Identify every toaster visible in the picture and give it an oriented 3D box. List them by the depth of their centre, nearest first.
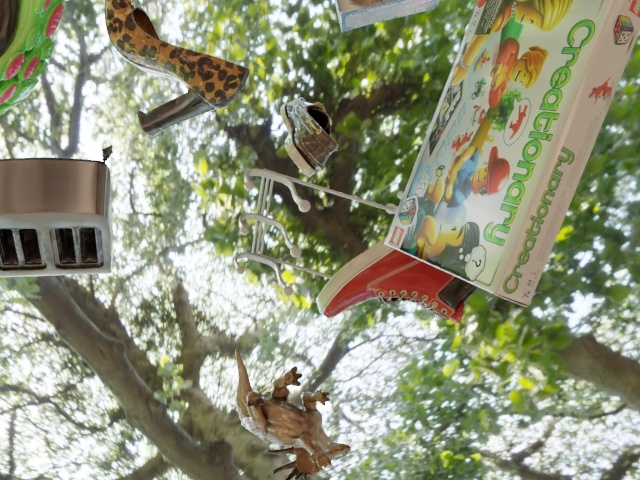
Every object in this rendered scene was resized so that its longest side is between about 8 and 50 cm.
[{"bbox_3d":[-0.370,-0.032,0.980,0.168,0.186,0.110,-2,-128,-16],"label":"toaster"}]

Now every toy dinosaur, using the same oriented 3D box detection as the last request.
[{"bbox_3d":[-0.073,0.337,1.301,0.295,0.200,0.127,36,-127,0],"label":"toy dinosaur"}]

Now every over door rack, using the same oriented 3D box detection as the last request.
[{"bbox_3d":[0.000,0.000,1.371,0.324,0.240,0.108,10,-139,-4],"label":"over door rack"}]

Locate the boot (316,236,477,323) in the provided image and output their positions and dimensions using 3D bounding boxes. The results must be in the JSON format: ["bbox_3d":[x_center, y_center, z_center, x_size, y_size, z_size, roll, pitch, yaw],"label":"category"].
[{"bbox_3d":[0.127,0.090,1.134,0.244,0.088,0.176,-36,-106,5],"label":"boot"}]

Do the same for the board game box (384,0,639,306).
[{"bbox_3d":[0.186,-0.107,0.719,0.053,0.193,0.305,18,-86,-31],"label":"board game box"}]

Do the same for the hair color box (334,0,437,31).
[{"bbox_3d":[0.077,-0.551,1.197,0.173,0.105,0.347,-14,-91,3],"label":"hair color box"}]

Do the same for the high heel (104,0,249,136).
[{"bbox_3d":[-0.212,-0.304,1.052,0.186,0.093,0.261,-20,-94,19],"label":"high heel"}]

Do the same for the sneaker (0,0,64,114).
[{"bbox_3d":[-0.688,-0.469,1.523,0.202,0.185,0.483,29,-85,4],"label":"sneaker"}]

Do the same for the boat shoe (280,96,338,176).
[{"bbox_3d":[-0.021,-0.253,1.596,0.096,0.324,0.116,-36,-65,15],"label":"boat shoe"}]
